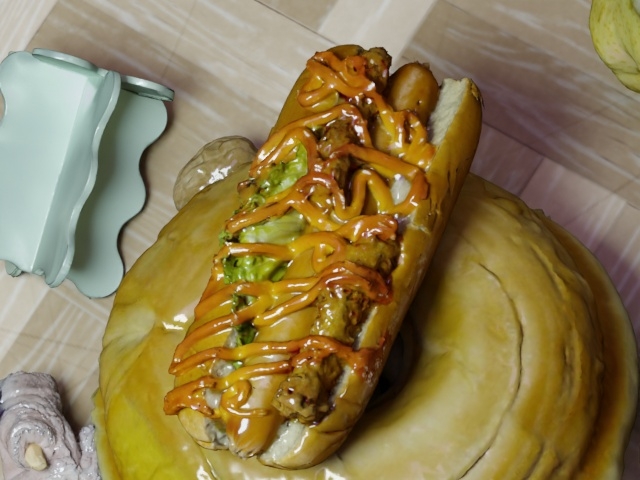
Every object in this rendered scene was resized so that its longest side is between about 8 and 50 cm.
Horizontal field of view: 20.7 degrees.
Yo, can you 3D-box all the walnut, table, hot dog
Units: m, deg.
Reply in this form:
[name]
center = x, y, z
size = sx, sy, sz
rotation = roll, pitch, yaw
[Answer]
[walnut]
center = -0.084, -0.050, 1.567
size = 0.096, 0.082, 0.079
rotation = -36, 100, 8
[table]
center = -0.233, -0.057, 1.572
size = 0.166, 0.166, 0.198
rotation = 14, 86, 18
[hot dog]
center = 0.000, 0.000, 1.293
size = 0.158, 0.117, 0.349
rotation = 17, 68, 20

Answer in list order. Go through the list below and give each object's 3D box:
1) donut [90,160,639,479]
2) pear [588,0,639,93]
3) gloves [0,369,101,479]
[donut]
center = 0.031, 0.112, 1.408
size = 0.449, 0.198, 0.449
rotation = -4, 62, 8
[pear]
center = 0.348, -0.210, 1.425
size = 0.271, 0.271, 0.271
rotation = -4, 73, 14
[gloves]
center = -0.240, 0.181, 1.531
size = 0.094, 0.110, 0.144
rotation = -7, 67, -32
